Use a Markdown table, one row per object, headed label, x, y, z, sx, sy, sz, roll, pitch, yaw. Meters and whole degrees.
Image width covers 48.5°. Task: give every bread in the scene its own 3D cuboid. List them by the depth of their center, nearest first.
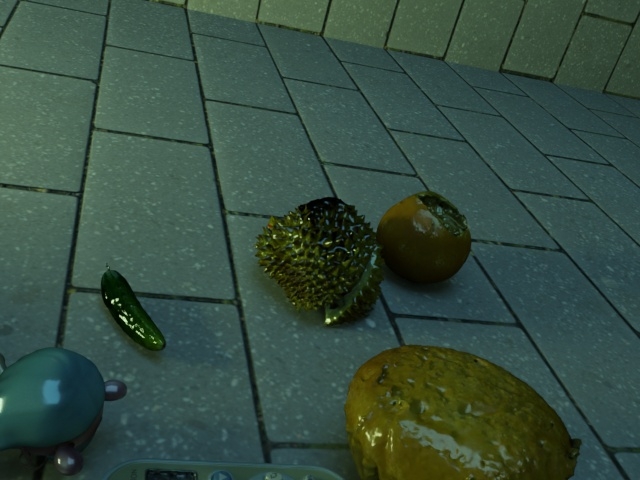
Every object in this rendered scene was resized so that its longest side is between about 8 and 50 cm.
| label | x | y | z | sx | sy | sz | roll | pitch | yaw |
| --- | --- | --- | --- | --- | --- | --- | --- | --- | --- |
| bread | 0.134 | 0.206 | 0.737 | 0.240 | 0.139 | 0.240 | 13 | 29 | -7 |

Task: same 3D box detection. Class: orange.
| label | x | y | z | sx | sy | sz | roll | pitch | yaw |
| --- | --- | --- | --- | --- | --- | --- | --- | --- | --- |
| orange | 0.165 | -0.007 | 1.130 | 0.155 | 0.134 | 0.154 | 6 | 32 | -4 |

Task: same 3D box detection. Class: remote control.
| label | x | y | z | sx | sy | sz | roll | pitch | yaw |
| --- | --- | --- | --- | --- | --- | --- | --- | --- | --- |
| remote control | -0.082 | 0.247 | 0.654 | 0.245 | 0.047 | 0.087 | 8 | 33 | -16 |

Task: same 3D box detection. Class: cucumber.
| label | x | y | z | sx | sy | sz | roll | pitch | yaw |
| --- | --- | --- | --- | --- | --- | --- | --- | --- | --- |
| cucumber | -0.235 | 0.084 | 0.864 | 0.039 | 0.039 | 0.168 | -11 | 41 | -39 |

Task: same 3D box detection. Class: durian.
| label | x | y | z | sx | sy | sz | roll | pitch | yaw |
| --- | --- | --- | --- | --- | --- | --- | --- | --- | --- |
| durian | 0.000 | 0.000 | 1.029 | 0.194 | 0.137 | 0.237 | -12 | 39 | -41 |

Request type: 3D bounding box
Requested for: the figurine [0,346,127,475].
| label | x | y | z | sx | sy | sz | roll | pitch | yaw |
| --- | --- | --- | --- | --- | --- | --- | --- | --- | --- |
| figurine | -0.327 | 0.149 | 0.643 | 0.260 | 0.102 | 0.205 | 10 | 26 | 9 |
